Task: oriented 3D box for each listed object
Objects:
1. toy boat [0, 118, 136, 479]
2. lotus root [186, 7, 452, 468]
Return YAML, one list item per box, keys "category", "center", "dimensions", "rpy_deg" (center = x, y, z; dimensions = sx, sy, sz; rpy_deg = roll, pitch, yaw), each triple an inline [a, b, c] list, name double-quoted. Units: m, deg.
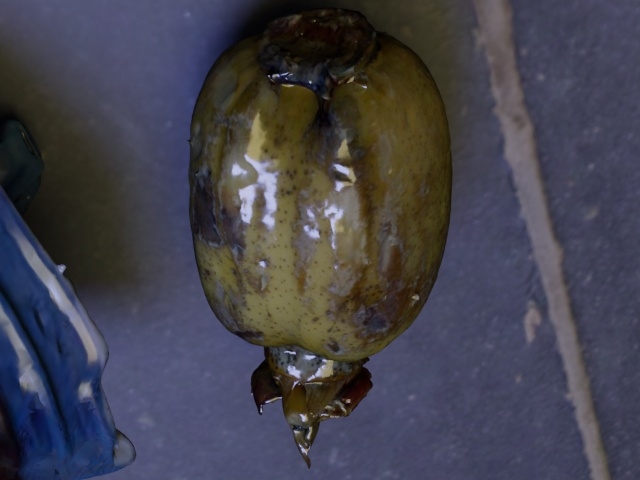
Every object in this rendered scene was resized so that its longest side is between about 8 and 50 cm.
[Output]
- category: "toy boat"
  center: [-0.194, 0.002, 0.602]
  dimensions: [0.129, 0.142, 0.309]
  rpy_deg: [-25, 100, 42]
- category: "lotus root"
  center: [0.000, -0.001, 0.670]
  dimensions: [0.154, 0.154, 0.278]
  rpy_deg: [-8, 120, -12]
